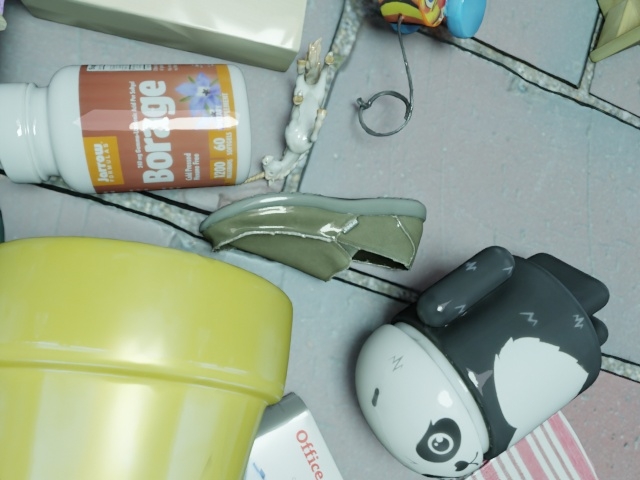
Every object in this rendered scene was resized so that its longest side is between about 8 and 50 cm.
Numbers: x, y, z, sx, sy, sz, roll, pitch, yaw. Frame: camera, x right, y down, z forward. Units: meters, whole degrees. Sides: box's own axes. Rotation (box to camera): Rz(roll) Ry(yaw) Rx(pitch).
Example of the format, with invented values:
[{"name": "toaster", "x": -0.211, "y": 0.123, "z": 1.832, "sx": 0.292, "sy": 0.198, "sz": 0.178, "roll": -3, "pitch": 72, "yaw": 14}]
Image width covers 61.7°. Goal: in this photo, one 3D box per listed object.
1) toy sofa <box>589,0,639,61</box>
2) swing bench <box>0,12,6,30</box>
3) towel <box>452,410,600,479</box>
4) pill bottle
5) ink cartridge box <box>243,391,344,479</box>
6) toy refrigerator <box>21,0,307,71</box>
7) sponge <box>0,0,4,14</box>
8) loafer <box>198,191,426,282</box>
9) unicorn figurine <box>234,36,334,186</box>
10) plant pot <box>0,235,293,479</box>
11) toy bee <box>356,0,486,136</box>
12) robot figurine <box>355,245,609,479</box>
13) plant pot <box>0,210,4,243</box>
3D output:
[{"name": "toy sofa", "x": 0.396, "y": -0.433, "z": 0.674, "sx": 0.177, "sy": 0.150, "sz": 0.362, "roll": -23, "pitch": 92, "yaw": -14}, {"name": "swing bench", "x": -0.389, "y": -0.278, "z": 0.396, "sx": 0.254, "sy": 0.165, "sz": 0.254, "roll": -2, "pitch": 85, "yaw": 21}, {"name": "towel", "x": 0.243, "y": 0.310, "z": 0.647, "sx": 0.197, "sy": 0.029, "sz": 0.144, "roll": -31, "pitch": 94, "yaw": -12}, {"name": "pill bottle", "x": -0.181, "y": -0.107, "z": 0.517, "sx": 0.216, "sy": 0.121, "sz": 0.121, "roll": -6, "pitch": 88, "yaw": -15}, {"name": "ink cartridge box", "x": -0.073, "y": 0.266, "z": 0.539, "sx": 0.191, "sy": 0.082, "sz": 0.139, "roll": -26, "pitch": 92, "yaw": -13}, {"name": "toy refrigerator", "x": -0.153, "y": -0.260, "z": 0.552, "sx": 0.270, "sy": 0.094, "sz": 0.102, "roll": 8, "pitch": 90, "yaw": -13}, {"name": "sponge", "x": -0.323, "y": -0.221, "z": 0.493, "sx": 0.031, "sy": 0.117, "sz": 0.209, "roll": 10, "pitch": 83, "yaw": -46}, {"name": "loafer", "x": 0.000, "y": 0.000, "z": 0.569, "sx": 0.251, "sy": 0.094, "sz": 0.087, "roll": -1, "pitch": 82, "yaw": -15}, {"name": "unicorn figurine", "x": -0.023, "y": -0.130, "z": 0.578, "sx": 0.060, "sy": 0.111, "sz": 0.161, "roll": 29, "pitch": 65, "yaw": -1}, {"name": "plant pot", "x": -0.155, "y": 0.152, "z": 0.409, "sx": 0.254, "sy": 0.254, "sz": 0.238, "roll": 9, "pitch": 67, "yaw": -14}, {"name": "toy bee", "x": 0.124, "y": -0.283, "z": 0.571, "sx": 0.195, "sy": 0.162, "sz": 0.298, "roll": -2, "pitch": 60, "yaw": 21}, {"name": "robot figurine", "x": 0.172, "y": 0.124, "z": 0.563, "sx": 0.278, "sy": 0.173, "sz": 0.209, "roll": -29, "pitch": 86, "yaw": -15}, {"name": "plant pot", "x": -0.393, "y": -0.009, "z": 0.346, "sx": 0.341, "sy": 0.334, "sz": 0.340, "roll": 1, "pitch": 85, "yaw": -14}]
